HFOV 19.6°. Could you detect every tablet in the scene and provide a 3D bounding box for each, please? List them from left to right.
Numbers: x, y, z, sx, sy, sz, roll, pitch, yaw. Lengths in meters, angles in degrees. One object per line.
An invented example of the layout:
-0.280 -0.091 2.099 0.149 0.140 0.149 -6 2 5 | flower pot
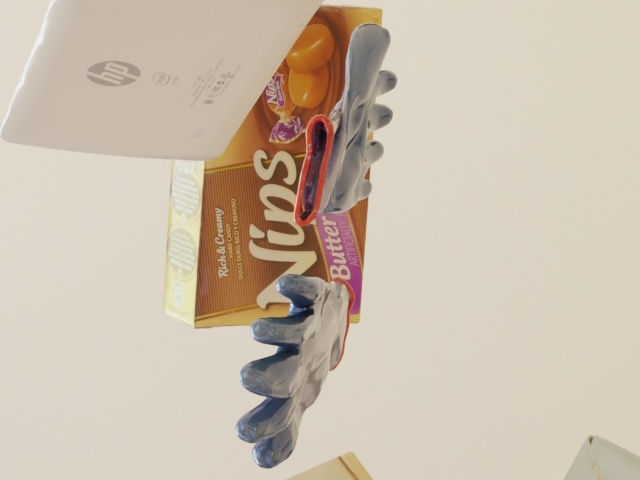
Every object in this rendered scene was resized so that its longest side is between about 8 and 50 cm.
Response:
-0.037 -0.038 0.404 0.054 0.006 0.083 5 -25 -19 | tablet

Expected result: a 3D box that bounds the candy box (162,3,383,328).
-0.028 -0.045 1.068 0.053 0.109 0.186 18 -74 61 | candy box

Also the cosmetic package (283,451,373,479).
0.055 0.338 1.526 0.309 0.113 0.160 50 -23 46 | cosmetic package

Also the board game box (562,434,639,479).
0.358 0.286 1.529 0.303 0.097 0.224 32 -3 -41 | board game box

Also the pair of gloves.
0.000 0.000 0.846 0.023 0.159 0.198 13 -77 10 | pair of gloves
